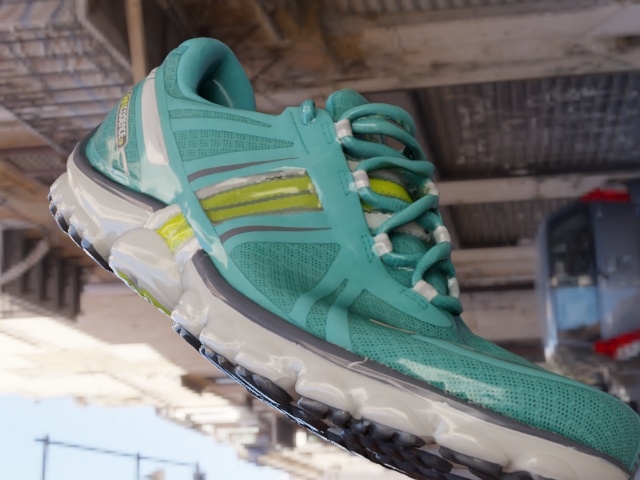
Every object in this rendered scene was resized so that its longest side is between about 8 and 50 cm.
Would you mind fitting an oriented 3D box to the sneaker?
[{"bbox_3d":[0.000,0.000,0.405,0.110,0.275,0.107,-54,-41,-2],"label":"sneaker"}]
